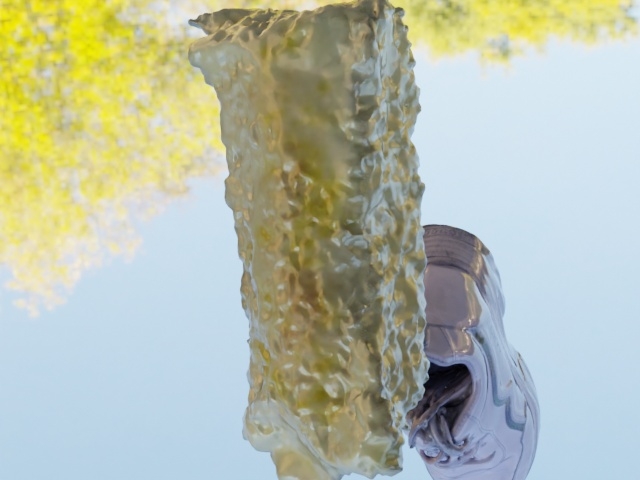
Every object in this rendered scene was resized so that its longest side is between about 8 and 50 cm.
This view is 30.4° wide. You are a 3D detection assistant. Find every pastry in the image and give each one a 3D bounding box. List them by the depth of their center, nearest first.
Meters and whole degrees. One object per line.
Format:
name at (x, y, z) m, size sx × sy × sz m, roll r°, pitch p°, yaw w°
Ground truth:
pastry at (0.004, -0.002, 0.617) m, size 0.089 × 0.258 × 0.121 m, roll -10°, pitch -178°, yaw -43°

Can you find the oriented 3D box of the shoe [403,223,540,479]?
shoe at (0.097, 0.121, 0.851) m, size 0.095 × 0.245 × 0.137 m, roll -4°, pitch -151°, yaw 22°
